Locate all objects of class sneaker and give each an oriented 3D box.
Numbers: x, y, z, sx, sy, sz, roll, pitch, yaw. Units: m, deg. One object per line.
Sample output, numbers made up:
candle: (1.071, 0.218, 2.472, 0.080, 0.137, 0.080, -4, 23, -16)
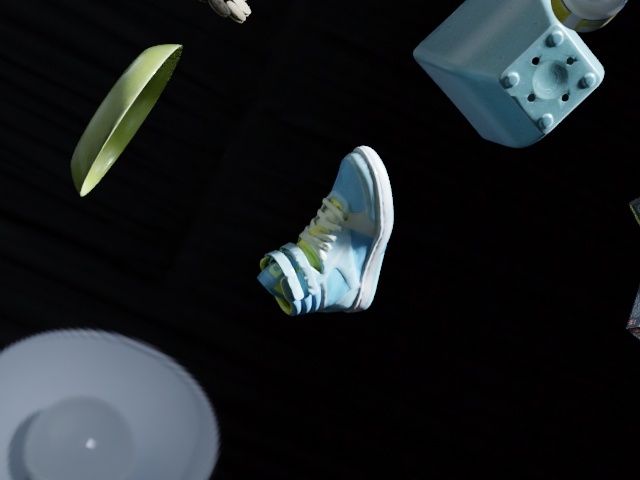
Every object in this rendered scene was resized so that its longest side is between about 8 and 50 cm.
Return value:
sneaker: (0.000, 0.000, 1.933, 0.127, 0.208, 0.319, 45, -43, 48)

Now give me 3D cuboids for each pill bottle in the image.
pill bottle: (0.400, -0.368, 1.727, 0.103, 0.103, 0.184, -64, 177, 4)

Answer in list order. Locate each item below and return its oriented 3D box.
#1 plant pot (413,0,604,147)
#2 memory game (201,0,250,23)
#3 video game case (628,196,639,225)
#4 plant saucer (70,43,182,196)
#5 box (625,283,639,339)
plant pot: (0.367, -0.316, 2.092, 0.247, 0.248, 0.252, -44, -156, 3)
memory game: (-0.170, -0.379, 1.630, 0.012, 0.186, 0.186, -42, -163, 23)
video game case: (0.664, -0.016, 1.816, 0.275, 0.248, 0.035, -31, 159, 22)
plant saucer: (-0.263, -0.167, 1.528, 0.241, 0.037, 0.241, -55, -175, 7)
box: (0.655, 0.108, 2.191, 0.036, 0.114, 0.207, -20, -140, 55)
